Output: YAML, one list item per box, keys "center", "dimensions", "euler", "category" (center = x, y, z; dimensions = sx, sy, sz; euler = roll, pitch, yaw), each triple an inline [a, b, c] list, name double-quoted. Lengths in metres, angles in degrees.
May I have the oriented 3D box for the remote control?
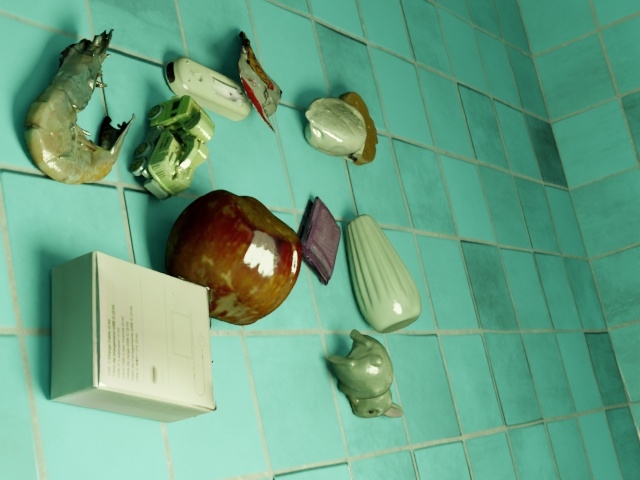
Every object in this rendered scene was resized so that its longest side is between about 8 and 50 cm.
- center: [-0.204, -0.284, 1.978]
  dimensions: [0.221, 0.042, 0.078]
  euler: [19, 58, -54]
  category: "remote control"

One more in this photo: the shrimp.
- center: [-0.361, -0.201, 1.661]
  dimensions: [0.178, 0.075, 0.289]
  euler: [56, 32, -36]
  category: "shrimp"

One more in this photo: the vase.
- center: [0.122, 0.067, 2.222]
  dimensions: [0.128, 0.128, 0.248]
  euler: [6, 59, -57]
  category: "vase"

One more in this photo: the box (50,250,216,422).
- center: [-0.272, 0.148, 1.560]
  dimensions: [0.252, 0.106, 0.203]
  euler: [24, 54, -52]
  category: "box"

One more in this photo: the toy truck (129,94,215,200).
- center: [-0.240, -0.162, 1.780]
  dimensions: [0.085, 0.116, 0.191]
  euler: [47, 38, -36]
  category: "toy truck"

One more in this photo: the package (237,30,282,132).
- center: [-0.124, -0.314, 2.082]
  dimensions: [0.154, 0.030, 0.239]
  euler: [58, 17, -25]
  category: "package"

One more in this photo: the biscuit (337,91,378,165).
- center: [0.077, -0.252, 2.403]
  dimensions: [0.170, 0.050, 0.170]
  euler: [38, 46, -55]
  category: "biscuit"

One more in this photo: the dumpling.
- center: [0.031, -0.244, 2.264]
  dimensions: [0.176, 0.092, 0.150]
  euler: [14, 52, -21]
  category: "dumpling"

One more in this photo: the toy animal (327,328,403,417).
- center: [0.099, 0.292, 2.066]
  dimensions: [0.108, 0.138, 0.236]
  euler: [-39, 124, -27]
  category: "toy animal"

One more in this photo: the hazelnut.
- center: [-0.150, 0.029, 1.761]
  dimensions: [0.234, 0.218, 0.218]
  euler: [31, 45, -22]
  category: "hazelnut"

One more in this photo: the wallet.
- center: [0.001, 0.000, 2.150]
  dimensions: [0.111, 0.030, 0.166]
  euler: [49, 36, -29]
  category: "wallet"
